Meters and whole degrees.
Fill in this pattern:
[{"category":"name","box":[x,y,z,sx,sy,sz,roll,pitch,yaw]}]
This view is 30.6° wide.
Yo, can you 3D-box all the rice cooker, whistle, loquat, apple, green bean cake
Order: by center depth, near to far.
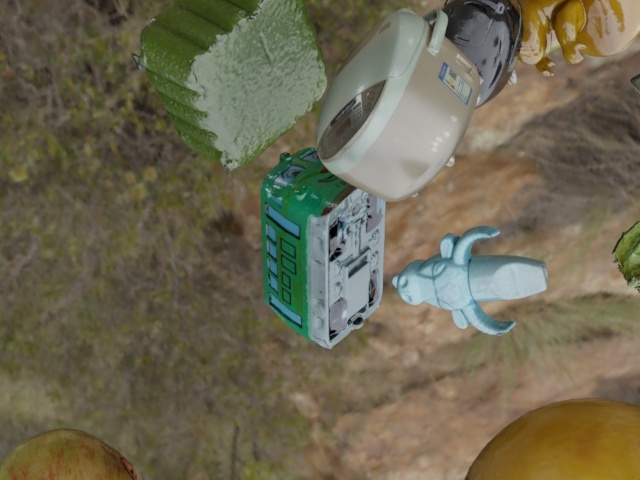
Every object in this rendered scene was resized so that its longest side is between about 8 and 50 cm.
[{"category":"loquat","box":[0.227,0.259,0.957,0.263,0.263,0.263,-18,145,-13]},{"category":"apple","box":[-0.217,0.226,0.994,0.126,0.102,0.126,-3,122,-5]},{"category":"rice cooker","box":[0.075,-0.128,1.107,0.127,0.206,0.145,39,133,-11]},{"category":"green bean cake","box":[-0.128,-0.267,1.767,0.247,0.156,0.250,-45,144,-18]},{"category":"rice cooker","box":[0.241,-0.302,1.827,0.118,0.142,0.203,-15,130,-58]},{"category":"whistle","box":[0.247,0.065,1.965,0.274,0.186,0.093,-4,-161,28]}]

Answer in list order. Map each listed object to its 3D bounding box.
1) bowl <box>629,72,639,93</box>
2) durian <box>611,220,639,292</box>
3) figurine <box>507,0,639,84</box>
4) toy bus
[{"category":"bowl","box":[0.554,-0.161,1.506,0.146,0.289,0.289,-48,141,14]},{"category":"durian","box":[0.610,-0.014,1.812,0.394,0.198,0.163,-25,155,-27]},{"category":"figurine","box":[0.448,-0.445,2.110,0.387,0.268,0.401,-31,172,-5]},{"category":"toy bus","box":[0.000,0.000,2.071,0.183,0.199,0.344,-36,142,-36]}]
